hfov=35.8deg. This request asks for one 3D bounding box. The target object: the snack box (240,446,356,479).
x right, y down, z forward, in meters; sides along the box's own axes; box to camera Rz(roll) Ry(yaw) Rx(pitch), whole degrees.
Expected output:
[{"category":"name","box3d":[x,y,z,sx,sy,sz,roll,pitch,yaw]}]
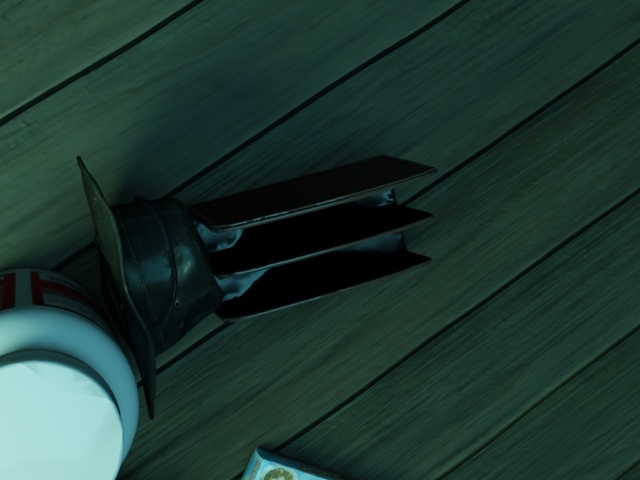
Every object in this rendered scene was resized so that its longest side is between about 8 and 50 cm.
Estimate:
[{"category":"snack box","box3d":[0.016,0.443,1.458,0.322,0.060,0.187,22,92,-19]}]

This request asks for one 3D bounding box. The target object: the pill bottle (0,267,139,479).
[{"category":"pill bottle","box3d":[-0.331,0.171,1.127,0.229,0.408,0.229,-2,98,-17]}]

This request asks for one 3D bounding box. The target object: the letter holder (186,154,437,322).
[{"category":"letter holder","box3d":[0.000,0.000,1.310,0.302,0.214,0.152,-16,102,-15]}]

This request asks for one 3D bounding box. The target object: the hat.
[{"category":"hat","box3d":[-0.194,0.041,1.204,0.134,0.331,0.331,-18,103,-17]}]
